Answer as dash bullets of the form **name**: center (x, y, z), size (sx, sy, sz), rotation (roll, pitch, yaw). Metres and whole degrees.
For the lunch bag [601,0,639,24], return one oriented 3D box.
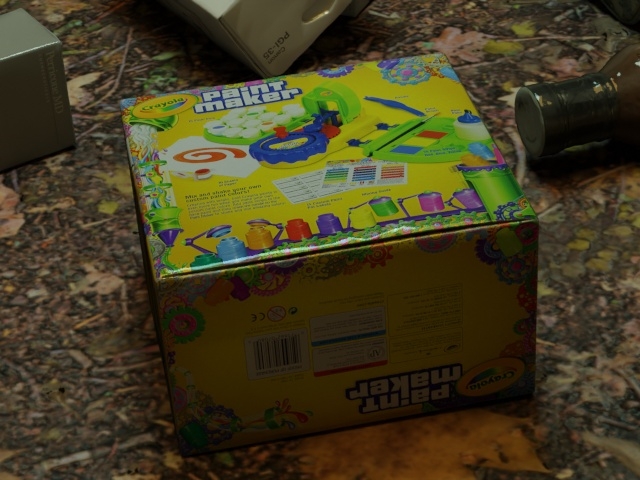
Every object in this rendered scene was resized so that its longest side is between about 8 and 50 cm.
- **lunch bag**: center (0.386, -0.422, 1.823), size (0.256, 0.212, 0.305), rotation (-27, 65, -19)

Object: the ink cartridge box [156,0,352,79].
- **ink cartridge box**: center (-0.087, -0.333, 1.810), size (0.207, 0.117, 0.283), rotation (-47, 46, -4)

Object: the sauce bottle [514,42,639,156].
- **sauce bottle**: center (0.359, -0.148, 1.586), size (0.344, 0.111, 0.111), rotation (-15, 36, -13)

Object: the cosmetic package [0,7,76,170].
- **cosmetic package**: center (-0.370, -0.127, 1.602), size (0.238, 0.127, 0.107), rotation (-22, 38, -22)

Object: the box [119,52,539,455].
- **box**: center (0.000, 0.000, 1.339), size (0.290, 0.177, 0.279), rotation (-9, 35, -7)

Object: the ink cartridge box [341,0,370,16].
- **ink cartridge box**: center (0.001, -0.308, 1.893), size (0.122, 0.052, 0.088), rotation (13, 38, 21)
